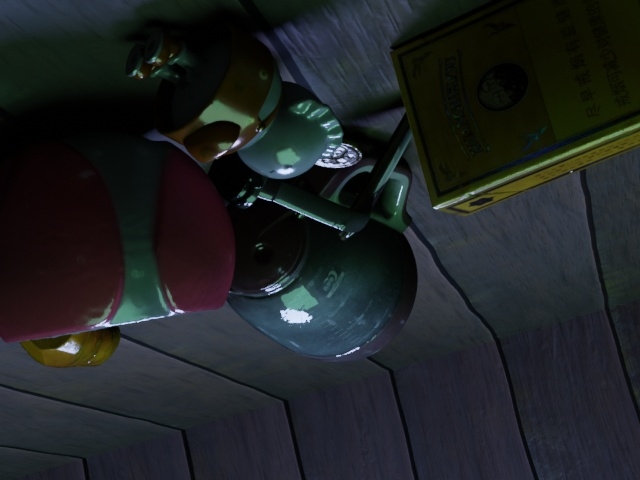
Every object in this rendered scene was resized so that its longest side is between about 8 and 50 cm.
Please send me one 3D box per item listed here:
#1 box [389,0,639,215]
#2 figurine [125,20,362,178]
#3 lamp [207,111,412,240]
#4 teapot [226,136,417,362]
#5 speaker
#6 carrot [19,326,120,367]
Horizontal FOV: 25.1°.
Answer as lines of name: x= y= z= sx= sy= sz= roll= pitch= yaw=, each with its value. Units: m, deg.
box: x=0.239 y=-0.168 z=1.528 sx=0.301 sy=0.192 sz=0.084 roll=-23 pitch=162 yaw=27
figurine: x=-0.070 y=-0.136 z=1.451 sx=0.271 sy=0.143 sz=0.143 roll=10 pitch=153 yaw=-39
lamp: x=0.017 y=-0.103 z=1.678 sx=0.283 sy=0.203 sz=0.124 roll=19 pitch=-171 yaw=-46
teapot: x=0.000 y=0.000 z=1.937 sx=0.315 sy=0.233 sz=0.312 roll=-47 pitch=152 yaw=7
speaker: x=-0.234 y=0.010 z=1.583 sx=0.294 sy=0.294 sz=0.294 roll=-14 pitch=165 yaw=-4
carrot: x=-0.383 y=0.139 z=2.186 sx=0.114 sy=0.114 sz=0.302 roll=-15 pitch=172 yaw=1
